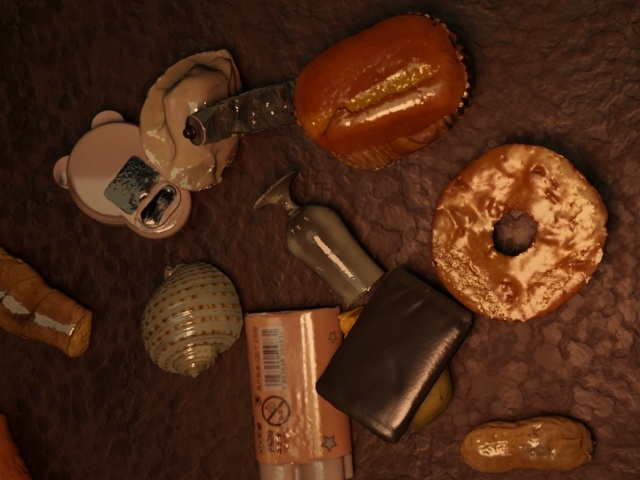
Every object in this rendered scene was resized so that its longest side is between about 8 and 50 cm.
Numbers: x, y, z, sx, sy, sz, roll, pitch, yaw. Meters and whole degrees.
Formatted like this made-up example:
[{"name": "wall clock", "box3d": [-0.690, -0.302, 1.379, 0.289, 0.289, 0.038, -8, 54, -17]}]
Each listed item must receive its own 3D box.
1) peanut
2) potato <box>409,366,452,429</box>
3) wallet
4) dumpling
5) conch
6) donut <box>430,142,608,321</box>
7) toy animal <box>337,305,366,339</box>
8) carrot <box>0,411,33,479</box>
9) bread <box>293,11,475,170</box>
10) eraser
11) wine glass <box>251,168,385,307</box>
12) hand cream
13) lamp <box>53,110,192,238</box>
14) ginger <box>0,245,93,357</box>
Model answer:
[{"name": "peanut", "box3d": [0.326, 0.323, 1.754, 0.214, 0.099, 0.099, -5, 91, 21]}, {"name": "potato", "box3d": [0.157, 0.211, 1.794, 0.105, 0.085, 0.188, -7, 86, -3]}, {"name": "wallet", "box3d": [0.118, 0.181, 1.744, 0.168, 0.052, 0.245, 34, 91, 21]}, {"name": "dumpling", "box3d": [-0.220, -0.207, 1.842, 0.172, 0.142, 0.247, 5, 78, 14]}, {"name": "conch", "box3d": [-0.235, 0.133, 1.867, 0.172, 0.131, 0.200, -32, 82, 34]}, {"name": "donut", "box3d": [0.308, -0.013, 1.727, 0.277, 0.108, 0.277, 1, 94, 16]}, {"name": "toy animal", "box3d": [0.087, 0.188, 1.824, 0.083, 0.070, 0.159, -14, 95, -22]}, {"name": "carrot", "box3d": [-0.603, 0.480, 1.952, 0.224, 0.224, 0.340, -20, 81, 15]}, {"name": "bread", "box3d": [0.101, -0.234, 1.751, 0.288, 0.156, 0.204, -22, 85, 17]}, {"name": "eraser", "box3d": [-0.042, 0.260, 1.852, 0.171, 0.087, 0.290, -5, 90, 18]}, {"name": "wine glass", "box3d": [0.000, 0.000, 1.818, 0.103, 0.103, 0.231, -43, 85, 13]}, {"name": "hand cream", "box3d": [-0.116, -0.203, 1.788, 0.052, 0.248, 0.075, 16, 120, 51]}, {"name": "lamp", "box3d": [-0.326, -0.099, 1.899, 0.246, 0.108, 0.179, 38, 88, 8]}, {"name": "ginger", "box3d": [-0.527, 0.111, 1.970, 0.263, 0.116, 0.109, 32, 141, 7]}]
